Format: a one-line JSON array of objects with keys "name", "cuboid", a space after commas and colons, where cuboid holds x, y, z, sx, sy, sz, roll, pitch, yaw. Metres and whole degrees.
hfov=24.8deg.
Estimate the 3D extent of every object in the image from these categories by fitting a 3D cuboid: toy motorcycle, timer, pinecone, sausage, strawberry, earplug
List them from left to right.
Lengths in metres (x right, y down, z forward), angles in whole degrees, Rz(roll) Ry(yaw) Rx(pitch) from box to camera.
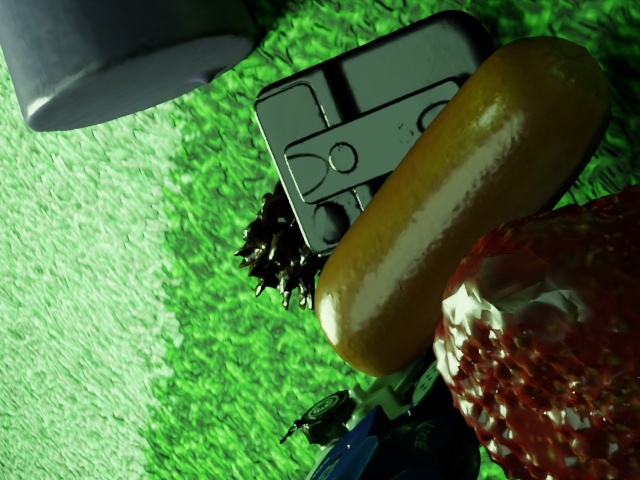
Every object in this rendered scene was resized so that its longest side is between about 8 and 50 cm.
[{"name": "earplug", "cuboid": [-0.232, -0.336, 1.260, 0.215, 0.215, 0.455, -27, 84, 57]}, {"name": "pinecone", "cuboid": [0.001, -0.001, 1.197, 0.121, 0.140, 0.140, 31, 140, 2]}, {"name": "timer", "cuboid": [0.052, -0.076, 1.075, 0.187, 0.055, 0.144, -21, 92, 23]}, {"name": "toy motorcycle", "cuboid": [0.061, 0.161, 1.036, 0.196, 0.331, 0.125, -25, 104, 44]}, {"name": "sausage", "cuboid": [0.093, -0.022, 0.992, 0.105, 0.105, 0.274, 50, 118, 24]}, {"name": "strawberry", "cuboid": [0.190, 0.080, 0.885, 0.261, 0.258, 0.261, 21, 122, 38]}]
